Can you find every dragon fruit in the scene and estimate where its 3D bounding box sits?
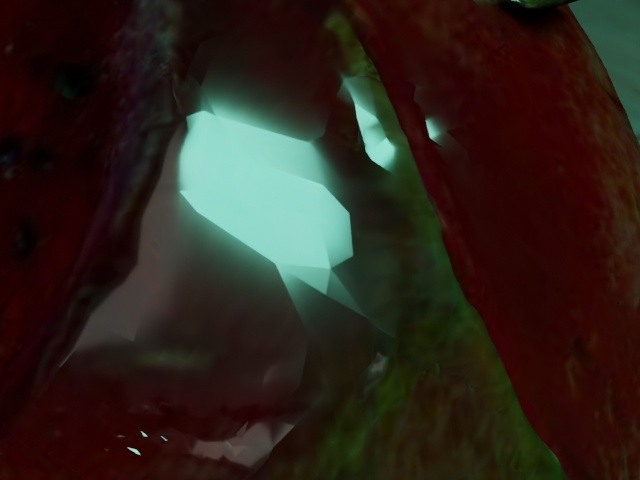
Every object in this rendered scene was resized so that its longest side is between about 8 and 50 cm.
[{"bbox_3d":[0.000,0.000,0.518,0.282,0.100,0.344,21,72,-14],"label":"dragon fruit"}]
